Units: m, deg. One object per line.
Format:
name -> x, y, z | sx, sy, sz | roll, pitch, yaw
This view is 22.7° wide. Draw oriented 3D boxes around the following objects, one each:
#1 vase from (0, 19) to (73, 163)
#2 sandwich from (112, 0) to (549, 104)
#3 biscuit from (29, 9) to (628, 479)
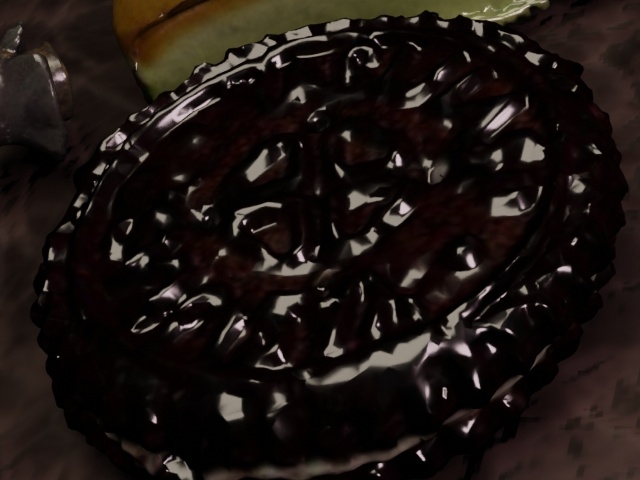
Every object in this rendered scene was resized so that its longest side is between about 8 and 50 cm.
vase -> -0.180, -0.035, 0.573 | 0.183, 0.120, 0.120 | -17, 39, -15
sandwich -> 0.031, -0.157, 0.640 | 0.245, 0.063, 0.212 | -18, 39, 3
biscuit -> 0.000, 0.000, 0.490 | 0.195, 0.053, 0.194 | -12, 42, 12
